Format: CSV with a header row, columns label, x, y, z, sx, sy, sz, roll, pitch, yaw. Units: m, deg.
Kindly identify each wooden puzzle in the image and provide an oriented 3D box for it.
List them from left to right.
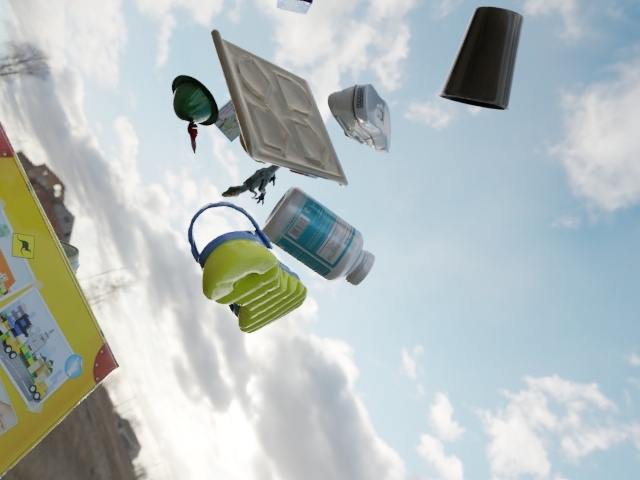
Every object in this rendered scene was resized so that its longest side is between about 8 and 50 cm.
label,x,y,z,sx,sy,sz,roll,pitch,yaw
wooden puzzle,-0.099,-0.276,1.162,0.080,0.347,0.323,-32,-116,29

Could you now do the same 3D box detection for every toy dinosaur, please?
label,x,y,z,sx,sy,sz,roll,pitch,yaw
toy dinosaur,-0.163,-0.178,1.483,0.064,0.268,0.118,39,-22,20

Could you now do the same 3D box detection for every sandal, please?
label,x,y,z,sx,sy,sz,roll,pitch,yaw
sandal,-0.107,0.041,0.758,0.138,0.126,0.317,57,-9,24

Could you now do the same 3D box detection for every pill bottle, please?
label,x,y,z,sx,sy,sz,roll,pitch,yaw
pill bottle,0.000,0.000,1.218,0.264,0.146,0.146,36,-26,-11

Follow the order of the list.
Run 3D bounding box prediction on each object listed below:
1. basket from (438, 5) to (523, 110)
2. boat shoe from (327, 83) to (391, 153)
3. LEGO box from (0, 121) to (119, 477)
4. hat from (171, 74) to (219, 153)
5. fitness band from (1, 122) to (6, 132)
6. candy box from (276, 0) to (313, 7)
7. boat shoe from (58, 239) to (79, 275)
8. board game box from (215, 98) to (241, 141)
label,x,y,z,sx,sy,sz,roll,pitch,yaw
basket,0.428,-0.472,1.332,0.204,0.154,0.227,29,-70,50
boat shoe,0.084,-0.238,1.033,0.088,0.267,0.096,2,-91,19
LEGO box,-0.595,0.110,0.795,0.192,0.372,0.501,-8,-69,23
hat,-0.414,-0.364,1.497,0.208,0.184,0.173,0,-47,45
fitness band,-0.752,-0.180,1.070,0.054,0.209,0.290,34,-13,-19
candy box,-0.057,-0.929,1.663,0.268,0.122,0.318,-112,-145,-73
boat shoe,-0.887,0.035,1.591,0.302,0.113,0.104,24,-60,16
board game box,-0.268,-0.408,1.660,0.103,0.154,0.026,47,9,-30
